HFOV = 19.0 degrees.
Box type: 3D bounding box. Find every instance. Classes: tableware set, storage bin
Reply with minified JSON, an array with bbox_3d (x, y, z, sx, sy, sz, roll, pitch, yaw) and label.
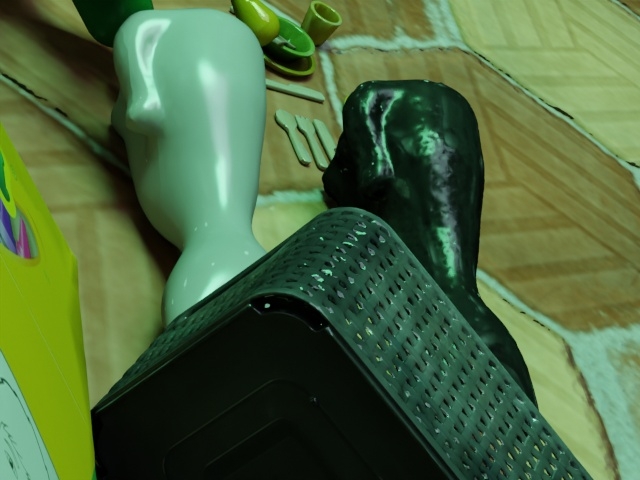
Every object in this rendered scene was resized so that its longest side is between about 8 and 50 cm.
[{"bbox_3d":[0.012,-0.090,1.120,0.104,0.024,0.154,13,36,-34],"label":"tableware set"},{"bbox_3d":[0.014,0.095,0.722,0.180,0.122,0.084,51,29,-6],"label":"storage bin"}]

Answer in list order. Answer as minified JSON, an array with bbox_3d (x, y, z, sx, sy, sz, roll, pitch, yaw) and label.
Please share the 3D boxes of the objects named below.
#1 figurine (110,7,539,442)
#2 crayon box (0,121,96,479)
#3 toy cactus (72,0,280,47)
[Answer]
[{"bbox_3d":[0.000,0.000,0.925,0.215,0.092,0.209,15,39,-29],"label":"figurine"},{"bbox_3d":[-0.166,-0.004,0.527,0.313,0.106,0.363,-102,173,-49],"label":"crayon box"},{"bbox_3d":[-0.117,-0.166,0.980,0.180,0.219,0.112,14,62,33],"label":"toy cactus"}]
